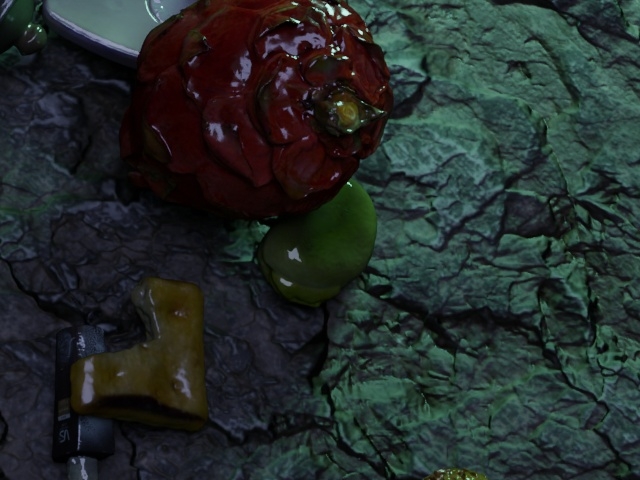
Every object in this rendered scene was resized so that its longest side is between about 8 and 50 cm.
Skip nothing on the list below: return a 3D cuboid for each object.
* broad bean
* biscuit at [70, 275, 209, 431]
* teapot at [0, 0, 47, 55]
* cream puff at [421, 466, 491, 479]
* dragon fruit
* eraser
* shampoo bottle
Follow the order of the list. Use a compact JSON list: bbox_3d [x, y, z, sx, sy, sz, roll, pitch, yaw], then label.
[{"bbox_3d":[0.000,0.000,1.881,0.174,0.082,0.124,-44,97,-26],"label":"broad bean"},{"bbox_3d":[-0.197,0.118,1.783,0.174,0.039,0.183,16,61,-34],"label":"biscuit"},{"bbox_3d":[-0.456,-0.270,1.826,0.285,0.223,0.305,31,62,-6],"label":"teapot"},{"bbox_3d":[0.149,0.301,1.766,0.119,0.133,0.104,6,63,1],"label":"cream puff"},{"bbox_3d":[-0.071,-0.154,1.806,0.277,0.342,0.277,-1,92,-47],"label":"dragon fruit"},{"bbox_3d":[-0.220,-0.278,1.961,0.243,0.059,0.204,-2,69,-17],"label":"eraser"},{"bbox_3d":[-0.259,0.199,1.758,0.063,0.057,0.208,10,66,-35],"label":"shampoo bottle"}]
